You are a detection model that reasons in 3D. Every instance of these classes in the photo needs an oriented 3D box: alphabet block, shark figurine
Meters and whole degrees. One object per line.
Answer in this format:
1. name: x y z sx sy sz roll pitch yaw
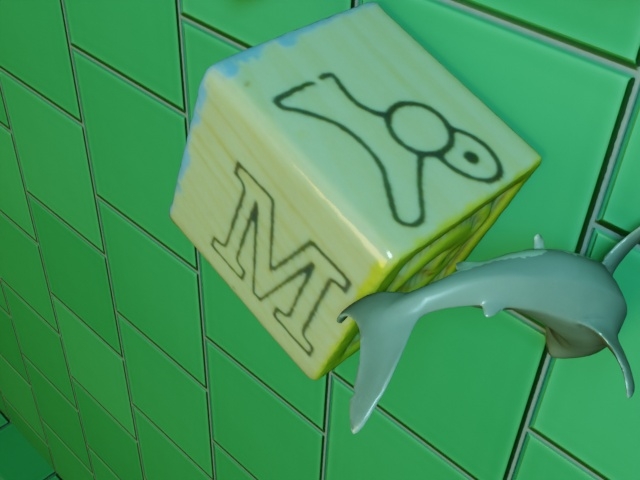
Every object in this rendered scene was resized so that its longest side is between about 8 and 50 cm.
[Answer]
1. alphabet block: 0.019 -0.041 0.649 0.197 0.192 0.193 48 146 16
2. shark figurine: 0.152 0.059 0.527 0.166 0.278 0.116 -46 53 37
